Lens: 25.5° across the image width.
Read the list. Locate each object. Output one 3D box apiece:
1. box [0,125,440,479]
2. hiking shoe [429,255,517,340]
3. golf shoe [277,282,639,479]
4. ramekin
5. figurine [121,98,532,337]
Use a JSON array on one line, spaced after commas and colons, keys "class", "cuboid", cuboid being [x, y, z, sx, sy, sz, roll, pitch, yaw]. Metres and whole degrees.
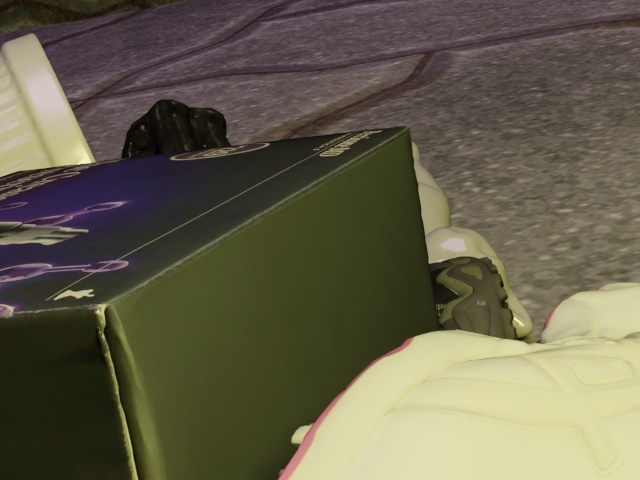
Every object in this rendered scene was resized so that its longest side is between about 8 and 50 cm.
[{"class": "box", "cuboid": [-0.083, 0.037, 0.471, 0.184, 0.103, 0.261, -2, 12, 20]}, {"class": "hiking shoe", "cuboid": [0.032, 0.069, 0.614, 0.114, 0.086, 0.227, -9, 17, 1]}, {"class": "golf shoe", "cuboid": [0.094, 0.076, 0.397, 0.140, 0.115, 0.306, 2, 14, 35]}, {"class": "ramekin", "cuboid": [-0.177, -0.008, 0.842, 0.109, 0.207, 0.207, -24, 18, -8]}, {"class": "figurine", "cuboid": [0.000, 0.000, 0.814, 0.215, 0.092, 0.209, 7, 18, -17]}]
